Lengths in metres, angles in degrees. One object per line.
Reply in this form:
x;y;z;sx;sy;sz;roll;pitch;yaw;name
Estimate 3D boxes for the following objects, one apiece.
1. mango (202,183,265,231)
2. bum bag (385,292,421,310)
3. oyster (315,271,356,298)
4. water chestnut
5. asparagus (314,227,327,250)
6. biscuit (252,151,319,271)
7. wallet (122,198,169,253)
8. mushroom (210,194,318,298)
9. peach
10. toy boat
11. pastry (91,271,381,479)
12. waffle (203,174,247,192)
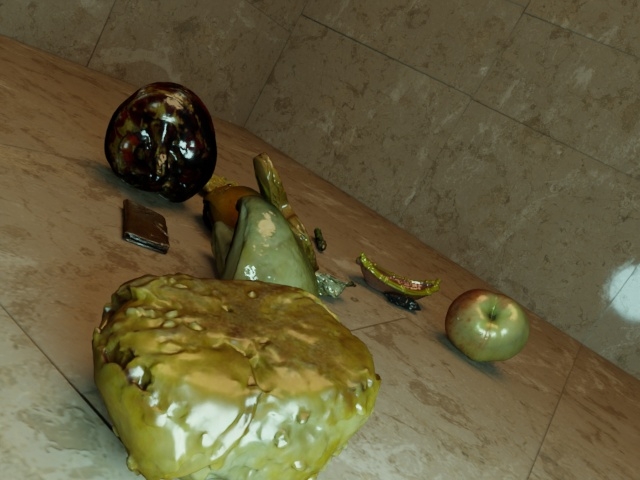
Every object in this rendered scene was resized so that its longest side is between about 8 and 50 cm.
-0.199;-0.060;1.353;0.156;0.151;0.249;59;-11;-30;mango
0.242;0.176;1.614;0.124;0.034;0.058;22;0;-34;bum bag
0.006;0.101;1.332;0.105;0.056;0.177;23;6;31;oyster
-0.366;-0.229;1.330;0.244;0.289;0.289;41;16;25;water chestnut
0.000;0.000;1.771;0.030;0.036;0.165;19;15;-13;asparagus
-0.092;-0.061;1.372;0.277;0.052;0.262;60;-10;23;biscuit
-0.348;-0.031;1.115;0.095;0.026;0.176;26;13;-27;wallet
-0.085;0.034;1.086;0.218;0.211;0.292;16;10;-23;mushroom
0.446;0.241;1.515;0.233;0.232;0.232;28;12;-7;peach
0.224;0.118;1.676;0.318;0.099;0.141;20;12;-29;toy boat
-0.095;0.155;0.615;0.311;0.161;0.255;12;29;-25;pastry
-0.262;-0.139;1.685;0.261;0.056;0.250;14;14;-44;waffle
